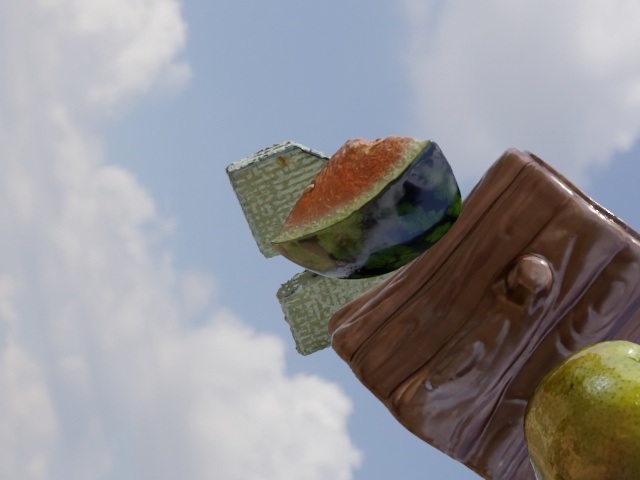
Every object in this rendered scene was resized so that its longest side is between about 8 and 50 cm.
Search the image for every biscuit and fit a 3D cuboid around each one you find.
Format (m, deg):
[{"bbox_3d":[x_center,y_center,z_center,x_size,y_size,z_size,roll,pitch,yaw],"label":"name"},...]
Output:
[{"bbox_3d":[0.000,0.000,2.009,0.046,0.147,0.250,-119,-174,-66],"label":"biscuit"}]

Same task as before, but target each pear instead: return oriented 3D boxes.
[{"bbox_3d":[0.200,0.140,1.170,0.104,0.141,0.141,-79,166,-63],"label":"pear"}]

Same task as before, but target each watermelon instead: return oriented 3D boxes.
[{"bbox_3d":[0.026,-0.030,1.273,0.125,0.135,0.094,81,-10,-67],"label":"watermelon"}]

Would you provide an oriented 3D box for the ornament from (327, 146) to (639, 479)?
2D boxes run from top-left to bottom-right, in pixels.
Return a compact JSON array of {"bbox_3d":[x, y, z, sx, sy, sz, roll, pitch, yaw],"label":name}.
[{"bbox_3d":[0.148,0.057,1.412,0.235,0.217,0.221,39,5,18],"label":"ornament"}]
